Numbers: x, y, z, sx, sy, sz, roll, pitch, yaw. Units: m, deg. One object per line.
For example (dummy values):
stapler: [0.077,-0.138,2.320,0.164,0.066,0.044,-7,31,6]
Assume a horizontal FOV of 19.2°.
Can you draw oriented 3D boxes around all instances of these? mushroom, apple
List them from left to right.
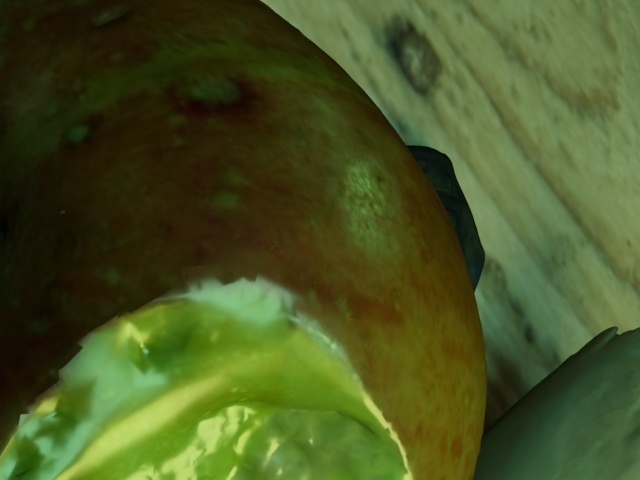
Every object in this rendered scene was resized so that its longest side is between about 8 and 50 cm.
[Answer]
apple: [-0.096,0.055,0.763,0.339,0.339,0.340,4,84,-47]
mushroom: [0.091,0.212,1.094,0.407,0.137,0.154,-39,157,-35]

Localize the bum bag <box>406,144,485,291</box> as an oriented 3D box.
bum bag: [0.000,0.000,1.055,0.310,0.074,0.137,7,72,-47]
